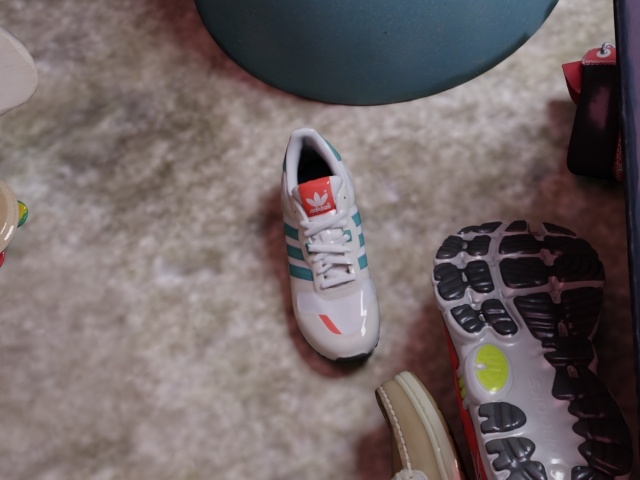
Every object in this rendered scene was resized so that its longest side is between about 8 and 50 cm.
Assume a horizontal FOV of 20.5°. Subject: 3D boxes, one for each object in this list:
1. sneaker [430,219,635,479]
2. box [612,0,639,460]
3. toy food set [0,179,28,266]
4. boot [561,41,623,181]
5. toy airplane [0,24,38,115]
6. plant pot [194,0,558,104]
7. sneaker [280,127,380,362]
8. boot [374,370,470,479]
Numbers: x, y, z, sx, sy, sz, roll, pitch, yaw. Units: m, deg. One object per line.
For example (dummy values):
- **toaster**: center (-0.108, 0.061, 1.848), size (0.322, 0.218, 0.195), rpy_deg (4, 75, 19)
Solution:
- **sneaker**: center (0.118, 0.094, 1.059), size (0.107, 0.118, 0.279), rpy_deg (2, 39, 0)
- **box**: center (0.313, 0.003, 0.960), size (0.294, 0.212, 0.395), rpy_deg (-3, 75, 9)
- **toy food set**: center (-0.248, -0.010, 1.238), size (0.083, 0.020, 0.083), rpy_deg (24, 67, 22)
- **boot**: center (0.261, -0.134, 1.174), size (0.176, 0.088, 0.244), rpy_deg (20, 70, 23)
- **toy airplane**: center (-0.418, -0.017, 1.118), size (0.386, 0.272, 0.384), rpy_deg (21, 86, -12)
- **plant pot**: center (0.030, -0.268, 1.230), size (0.290, 0.195, 0.290), rpy_deg (-5, 60, 8)
- **sneaker**: center (0.000, 0.000, 1.151), size (0.057, 0.075, 0.161), rpy_deg (-12, 59, 4)
- **boot**: center (0.018, 0.190, 1.041), size (0.165, 0.077, 0.213), rpy_deg (-18, 60, 3)
